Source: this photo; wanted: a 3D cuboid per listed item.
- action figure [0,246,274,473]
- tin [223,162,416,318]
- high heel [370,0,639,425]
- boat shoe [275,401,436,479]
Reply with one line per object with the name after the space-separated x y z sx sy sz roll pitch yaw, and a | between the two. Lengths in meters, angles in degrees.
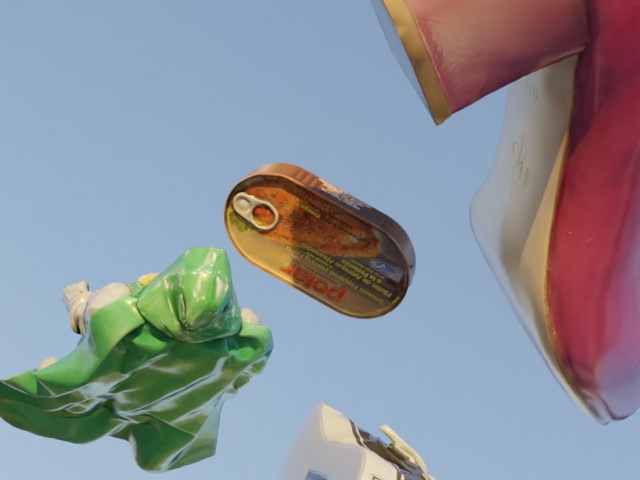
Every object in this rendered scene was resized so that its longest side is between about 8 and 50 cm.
-0.079 0.051 0.728 0.137 0.063 0.232 10 -20 -18 | action figure
0.000 0.000 1.499 0.190 0.040 0.106 30 -61 5 | tin
0.099 -0.032 0.495 0.117 0.082 0.244 -28 -47 2 | high heel
0.036 0.199 1.255 0.105 0.113 0.306 26 -9 -11 | boat shoe
